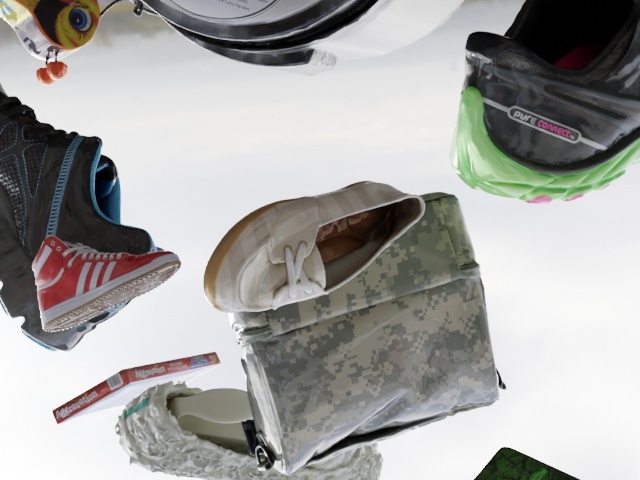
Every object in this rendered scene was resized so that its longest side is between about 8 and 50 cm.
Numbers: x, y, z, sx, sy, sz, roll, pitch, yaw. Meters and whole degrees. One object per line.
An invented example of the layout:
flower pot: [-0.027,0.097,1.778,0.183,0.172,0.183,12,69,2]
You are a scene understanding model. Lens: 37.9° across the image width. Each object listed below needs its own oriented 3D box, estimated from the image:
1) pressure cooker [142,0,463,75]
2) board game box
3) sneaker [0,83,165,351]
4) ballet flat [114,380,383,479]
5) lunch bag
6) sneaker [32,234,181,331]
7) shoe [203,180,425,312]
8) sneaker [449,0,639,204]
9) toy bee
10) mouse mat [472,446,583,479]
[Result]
pressure cooker: [-0.030,-0.368,0.932,0.370,0.375,0.420,-23,180,21]
board game box: [-0.284,0.231,1.487,0.145,0.027,0.281,-29,168,18]
sneaker: [-0.260,-0.061,0.875,0.139,0.341,0.125,-33,157,0]
ballet flat: [-0.066,0.267,1.254,0.409,0.147,0.147,13,180,-27]
lunch bag: [0.042,0.110,1.084,0.305,0.256,0.212,-16,173,-12]
sneaker: [-0.165,0.017,0.702,0.118,0.067,0.042,-24,163,10]
shoe: [0.000,0.000,0.750,0.058,0.076,0.219,13,-150,43]
sneaker: [0.327,-0.205,0.941,0.483,0.202,0.185,-31,-144,-30]
toy bee: [-0.295,-0.259,0.989,0.298,0.162,0.195,16,161,-15]
mouse mat: [0.286,0.371,1.328,0.152,0.007,0.189,20,-145,30]
